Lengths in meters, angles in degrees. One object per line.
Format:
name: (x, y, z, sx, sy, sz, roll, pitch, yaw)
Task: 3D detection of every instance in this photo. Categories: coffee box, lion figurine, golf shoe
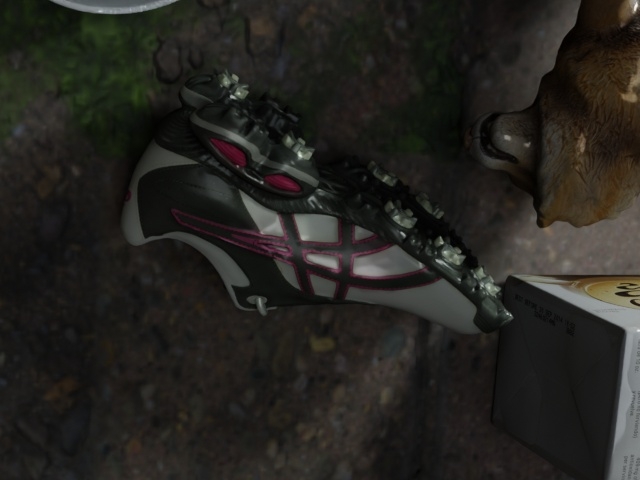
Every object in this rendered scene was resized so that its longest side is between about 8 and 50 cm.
coffee box: (0.293, 0.097, 1.240, 0.297, 0.168, 0.119, 1, 101, -21)
lion figurine: (0.227, -0.201, 1.154, 0.142, 0.240, 0.392, 23, 78, 7)
golf shoe: (0.000, 0.000, 1.156, 0.273, 0.105, 0.120, 31, 107, -20)

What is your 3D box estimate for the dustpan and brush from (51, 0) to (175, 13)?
dustpan and brush: (-0.165, -0.181, 1.058, 0.211, 0.060, 0.147, -30, 110, -13)
